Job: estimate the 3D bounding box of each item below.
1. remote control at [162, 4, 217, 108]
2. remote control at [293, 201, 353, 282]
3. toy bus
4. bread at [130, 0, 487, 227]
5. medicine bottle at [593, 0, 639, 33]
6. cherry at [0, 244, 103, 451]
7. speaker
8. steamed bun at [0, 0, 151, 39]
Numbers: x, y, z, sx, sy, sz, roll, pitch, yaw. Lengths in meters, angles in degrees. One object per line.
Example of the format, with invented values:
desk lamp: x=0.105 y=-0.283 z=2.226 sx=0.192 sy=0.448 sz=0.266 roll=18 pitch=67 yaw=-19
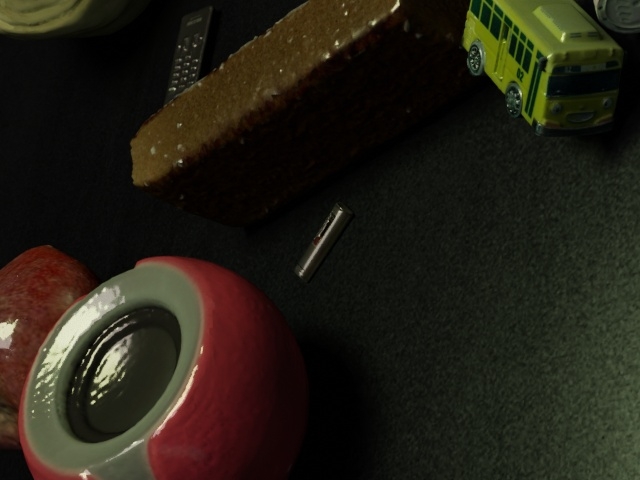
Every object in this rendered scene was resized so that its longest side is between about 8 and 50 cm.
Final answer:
remote control: x=-0.172 y=-0.187 z=2.009 sx=0.063 sy=0.025 sz=0.245 roll=-16 pitch=56 yaw=45
remote control: x=0.000 y=0.000 z=1.680 sx=0.091 sy=0.016 sz=0.034 roll=-57 pitch=40 yaw=10
toy bus: x=0.202 y=-0.173 z=1.446 sx=0.175 sy=0.088 sz=0.101 roll=-121 pitch=32 yaw=-49
bread: x=-0.013 y=-0.150 z=1.664 sx=0.416 sy=0.165 sz=0.113 roll=-31 pitch=48 yaw=36
medicine bottle: x=0.271 y=-0.292 z=1.478 sx=0.074 sy=0.074 sz=0.218 roll=-38 pitch=41 yaw=31
cherry: x=-0.331 y=0.130 z=1.874 sx=0.239 sy=0.206 sz=0.239 roll=-40 pitch=6 yaw=5
speaker: x=-0.145 y=0.158 z=1.549 sx=0.294 sy=0.294 sz=0.294 roll=-30 pitch=47 yaw=38
steamed bun: x=-0.342 y=-0.422 z=2.198 sx=0.339 sy=0.247 sz=0.352 roll=-41 pitch=46 yaw=3
